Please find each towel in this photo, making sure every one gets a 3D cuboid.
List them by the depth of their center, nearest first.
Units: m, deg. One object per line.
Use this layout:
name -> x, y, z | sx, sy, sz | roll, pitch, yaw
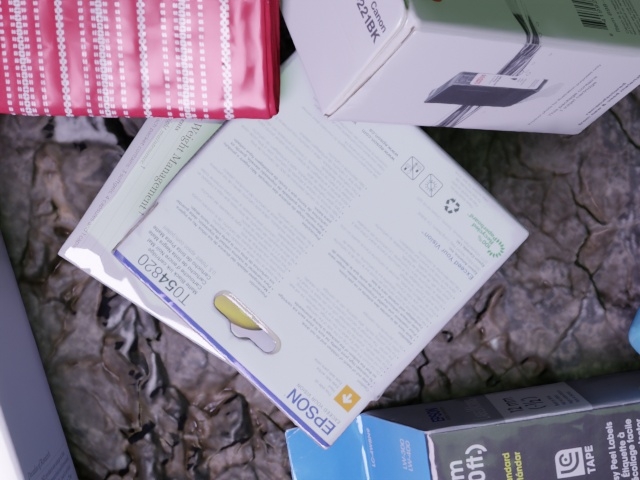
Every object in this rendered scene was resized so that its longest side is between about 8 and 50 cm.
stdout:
towel -> -0.161, -0.183, 0.845 | 0.275, 0.031, 0.199 | 3, 112, 9

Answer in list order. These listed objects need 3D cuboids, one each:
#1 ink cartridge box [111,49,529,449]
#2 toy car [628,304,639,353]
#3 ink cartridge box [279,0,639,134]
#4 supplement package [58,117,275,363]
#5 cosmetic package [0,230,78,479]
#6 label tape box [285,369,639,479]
ink cartridge box -> 0.000, 0.000, 0.900 | 0.223, 0.045, 0.224 | 44, 89, -3
toy car -> 0.395, 0.006, 0.945 | 0.210, 0.238, 0.219 | 29, 70, -5
ink cartridge box -> 0.101, -0.192, 0.901 | 0.273, 0.114, 0.197 | -1, 60, -39
supplement package -> -0.069, -0.018, 0.995 | 0.203, 0.149, 0.194 | 33, 92, -5
cosmetic package -> -0.325, 0.172, 1.001 | 0.197, 0.155, 0.365 | -17, 97, 2
label tape box -> 0.160, 0.265, 1.054 | 0.347, 0.115, 0.249 | -9, 96, -3
